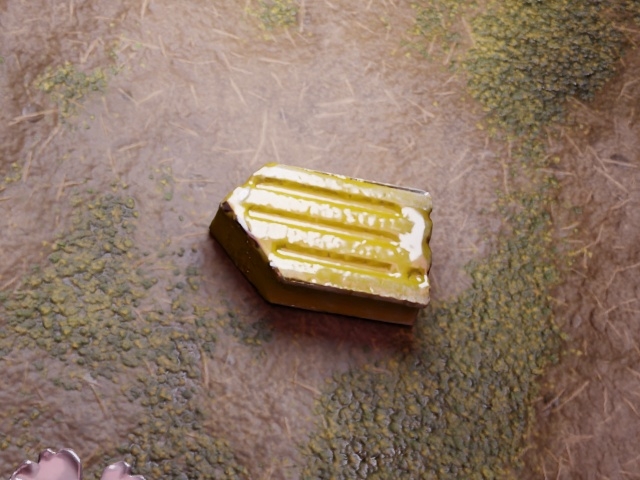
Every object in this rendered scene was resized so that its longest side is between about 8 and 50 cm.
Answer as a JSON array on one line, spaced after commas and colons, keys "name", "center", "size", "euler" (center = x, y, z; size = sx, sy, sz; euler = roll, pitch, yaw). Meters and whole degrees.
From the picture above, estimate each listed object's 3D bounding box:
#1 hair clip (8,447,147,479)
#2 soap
[{"name": "hair clip", "center": [-0.318, 0.281, 1.849], "size": [0.300, 0.069, 0.173], "euler": [19, 59, -18]}, {"name": "soap", "center": [0.000, 0.000, 2.098], "size": [0.257, 0.080, 0.160], "euler": [10, 58, -11]}]
